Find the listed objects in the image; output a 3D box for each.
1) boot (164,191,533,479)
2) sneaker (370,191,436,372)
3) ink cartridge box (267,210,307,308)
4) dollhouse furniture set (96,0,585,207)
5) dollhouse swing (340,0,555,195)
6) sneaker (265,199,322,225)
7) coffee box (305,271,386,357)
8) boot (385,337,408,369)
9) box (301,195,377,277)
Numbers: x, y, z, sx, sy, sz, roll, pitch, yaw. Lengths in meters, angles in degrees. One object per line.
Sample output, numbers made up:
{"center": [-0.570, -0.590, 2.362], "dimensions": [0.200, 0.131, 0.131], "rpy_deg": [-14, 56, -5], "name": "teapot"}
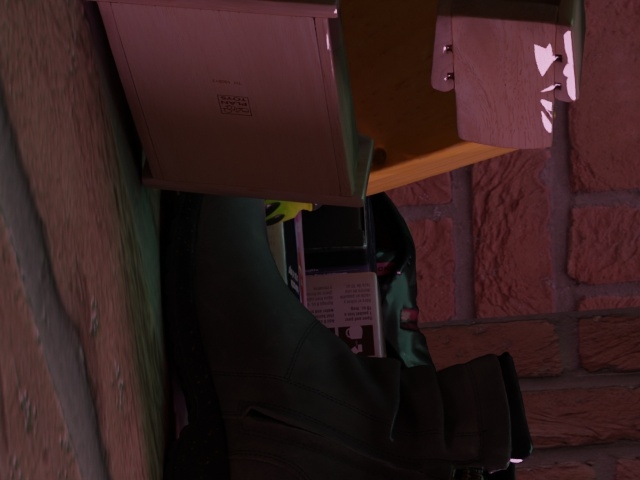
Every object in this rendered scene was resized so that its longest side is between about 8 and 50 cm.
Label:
{"center": [0.018, 0.086, 1.192], "dimensions": [0.118, 0.222, 0.338], "rpy_deg": [76, 10, -65], "name": "boot"}
{"center": [0.046, 0.111, 2.246], "dimensions": [0.202, 0.185, 0.483], "rpy_deg": [67, 7, -50], "name": "sneaker"}
{"center": [-0.049, 0.028, 1.532], "dimensions": [0.176, 0.069, 0.371], "rpy_deg": [63, 25, -80], "name": "ink cartridge box"}
{"center": [0.021, -0.200, 1.098], "dimensions": [0.198, 0.286, 0.303], "rpy_deg": [79, 19, -60], "name": "dollhouse furniture set"}
{"center": [0.103, -0.231, 1.719], "dimensions": [0.305, 0.315, 0.347], "rpy_deg": [1, 75, -62], "name": "dollhouse swing"}
{"center": [-0.063, -0.120, 1.324], "dimensions": [0.295, 0.109, 0.123], "rpy_deg": [77, -13, -58], "name": "sneaker"}
{"center": [0.007, 0.185, 1.723], "dimensions": [0.168, 0.118, 0.297], "rpy_deg": [64, 22, -83], "name": "coffee box"}
{"center": [0.027, 0.189, 1.983], "dimensions": [0.260, 0.131, 0.348], "rpy_deg": [49, 15, -55], "name": "boot"}
{"center": [0.000, 0.000, 1.919], "dimensions": [0.207, 0.108, 0.153], "rpy_deg": [79, 8, -56], "name": "box"}
